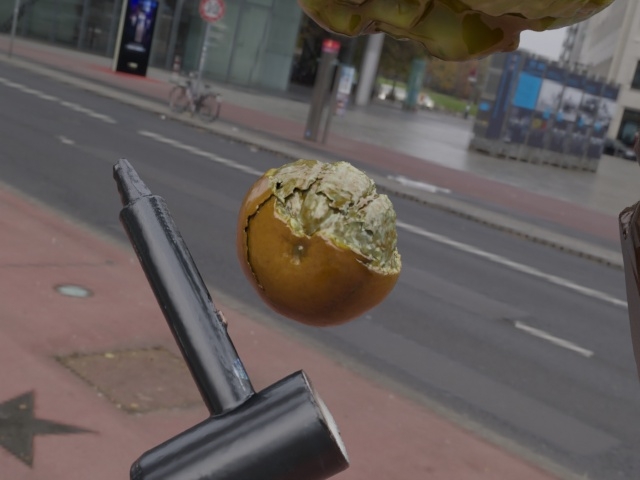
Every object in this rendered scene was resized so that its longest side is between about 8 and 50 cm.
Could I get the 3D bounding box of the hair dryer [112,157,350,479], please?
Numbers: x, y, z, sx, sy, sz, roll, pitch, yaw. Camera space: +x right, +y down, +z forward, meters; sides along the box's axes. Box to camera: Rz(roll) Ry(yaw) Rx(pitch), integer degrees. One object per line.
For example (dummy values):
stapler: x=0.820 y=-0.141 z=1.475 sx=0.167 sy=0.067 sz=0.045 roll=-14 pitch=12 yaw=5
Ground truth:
hair dryer: x=-0.095 y=0.064 z=0.577 sx=0.256 sy=0.128 sz=0.070 roll=60 pitch=-2 yaw=16

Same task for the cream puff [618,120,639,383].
cream puff: x=0.253 y=0.040 z=0.495 sx=0.154 sy=0.269 sz=0.241 roll=-15 pitch=28 yaw=12

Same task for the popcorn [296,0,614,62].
popcorn: x=0.096 y=-0.215 z=0.550 sx=0.206 sy=0.251 sz=0.237 roll=58 pitch=11 yaw=-1

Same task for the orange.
orange: x=0.000 y=0.000 z=0.795 sx=0.156 sy=0.157 sz=0.134 roll=14 pitch=9 yaw=8
